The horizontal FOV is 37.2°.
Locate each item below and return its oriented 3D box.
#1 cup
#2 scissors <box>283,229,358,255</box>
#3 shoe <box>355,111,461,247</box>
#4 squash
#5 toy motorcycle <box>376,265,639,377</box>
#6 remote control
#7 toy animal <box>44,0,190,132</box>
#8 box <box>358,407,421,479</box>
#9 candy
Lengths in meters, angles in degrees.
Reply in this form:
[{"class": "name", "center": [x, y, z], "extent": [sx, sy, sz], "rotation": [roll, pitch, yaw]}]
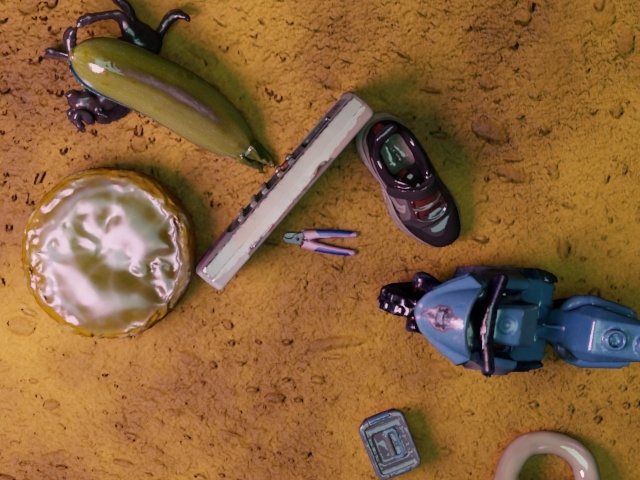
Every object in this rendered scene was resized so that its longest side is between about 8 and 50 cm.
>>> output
[{"class": "cup", "center": [0.342, 0.429, 1.423], "extent": [0.202, 0.173, 0.255], "rotation": [6, 96, -4]}, {"class": "scissors", "center": [0.000, 0.000, 1.450], "extent": [0.113, 0.012, 0.039], "rotation": [6, 96, -2]}, {"class": "shoe", "center": [0.132, -0.086, 1.396], "extent": [0.099, 0.112, 0.227], "rotation": [-33, 94, 1]}, {"class": "squash", "center": [-0.198, -0.199, 1.365], "extent": [0.341, 0.094, 0.094], "rotation": [28, 95, -24]}, {"class": "toy motorcycle", "center": [0.289, 0.124, 1.361], "extent": [0.416, 0.232, 0.172], "rotation": [11, 93, -3]}, {"class": "remote control", "center": [-0.055, -0.074, 1.377], "extent": [0.050, 0.145, 0.344], "rotation": [41, 93, -9]}, {"class": "toy animal", "center": [-0.303, -0.272, 1.392], "extent": [0.233, 0.084, 0.148], "rotation": [-48, 112, -3]}, {"class": "box", "center": [0.106, 0.309, 1.464], "extent": [0.074, 0.054, 0.099], "rotation": [-21, 96, 2]}, {"class": "candy", "center": [-0.308, 0.017, 1.398], "extent": [0.259, 0.118, 0.260], "rotation": [0, 91, -4]}]
